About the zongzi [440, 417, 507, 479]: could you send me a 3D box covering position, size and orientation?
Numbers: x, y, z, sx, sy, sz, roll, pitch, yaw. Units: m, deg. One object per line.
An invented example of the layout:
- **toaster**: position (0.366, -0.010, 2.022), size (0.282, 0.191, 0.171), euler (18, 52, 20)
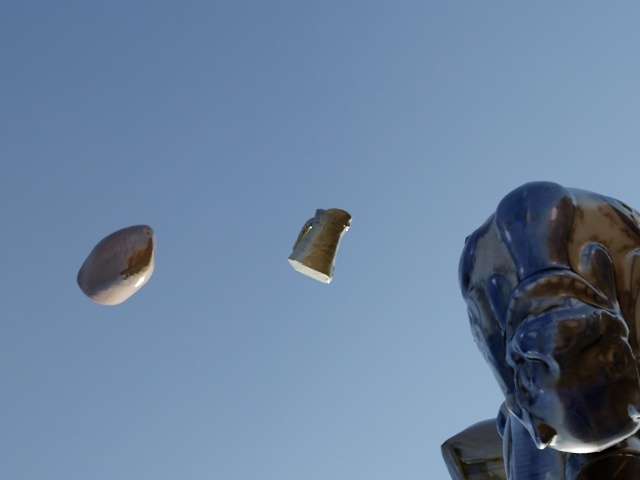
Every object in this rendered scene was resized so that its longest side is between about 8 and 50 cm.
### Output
- **zongzi**: position (0.374, 0.390, 1.285), size (0.181, 0.418, 0.446), euler (-16, -94, -69)

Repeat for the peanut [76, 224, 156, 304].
- **peanut**: position (-0.236, 0.028, 1.319), size (0.076, 0.152, 0.076), euler (19, -124, -32)

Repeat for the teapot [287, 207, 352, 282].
- **teapot**: position (0.000, 0.000, 1.285), size (0.057, 0.067, 0.083), euler (35, -101, -46)

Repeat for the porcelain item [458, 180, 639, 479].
- **porcelain item**: position (0.172, 0.103, 0.691), size (0.186, 0.138, 0.288), euler (-88, -18, -58)
